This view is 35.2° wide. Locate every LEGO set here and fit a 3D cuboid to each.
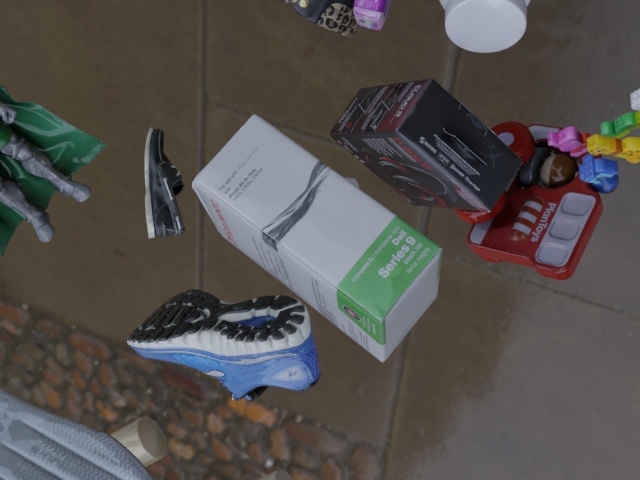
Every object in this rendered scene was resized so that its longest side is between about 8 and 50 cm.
[{"bbox_3d":[0.398,-0.143,1.418,0.093,0.087,0.227,8,160,-24],"label":"LEGO set"}]

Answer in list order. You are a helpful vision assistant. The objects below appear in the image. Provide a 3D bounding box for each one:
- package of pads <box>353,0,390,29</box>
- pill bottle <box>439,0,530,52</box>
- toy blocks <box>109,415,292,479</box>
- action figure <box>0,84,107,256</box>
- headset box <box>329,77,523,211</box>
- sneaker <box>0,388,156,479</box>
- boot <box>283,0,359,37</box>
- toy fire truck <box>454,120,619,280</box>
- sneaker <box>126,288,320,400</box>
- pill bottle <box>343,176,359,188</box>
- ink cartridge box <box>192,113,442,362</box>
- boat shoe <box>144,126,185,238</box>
[{"bbox_3d":[0.054,-0.245,1.026,0.032,0.083,0.050,13,95,5],"label":"package of pads"},{"bbox_3d":[0.264,-0.439,1.611,0.153,0.265,0.153,4,149,2],"label":"pill bottle"},{"bbox_3d":[-0.172,0.371,0.948,0.260,0.309,0.288,-30,143,19],"label":"toy blocks"},{"bbox_3d":[-0.285,-0.085,0.813,0.063,0.137,0.232,34,172,42],"label":"action figure"},{"bbox_3d":[0.176,-0.156,1.675,0.218,0.110,0.293,38,169,-22],"label":"headset box"},{"bbox_3d":[-0.191,0.160,0.682,0.258,0.094,0.091,33,155,17],"label":"sneaker"},{"bbox_3d":[0.010,-0.537,1.756,0.377,0.138,0.284,18,118,-40],"label":"boot"},{"bbox_3d":[0.406,-0.078,1.863,0.254,0.302,0.169,16,154,36],"label":"toy fire truck"},{"bbox_3d":[-0.139,0.162,1.418,0.330,0.130,0.147,2,125,39],"label":"sneaker"},{"bbox_3d":[-0.029,-0.089,2.152,0.208,0.119,0.119,4,127,19],"label":"pill bottle"},{"bbox_3d":[0.000,0.000,1.256,0.289,0.121,0.211,37,168,15],"label":"ink cartridge box"},{"bbox_3d":[-0.307,-0.114,1.984,0.079,0.233,0.084,-5,158,-5],"label":"boat shoe"}]
